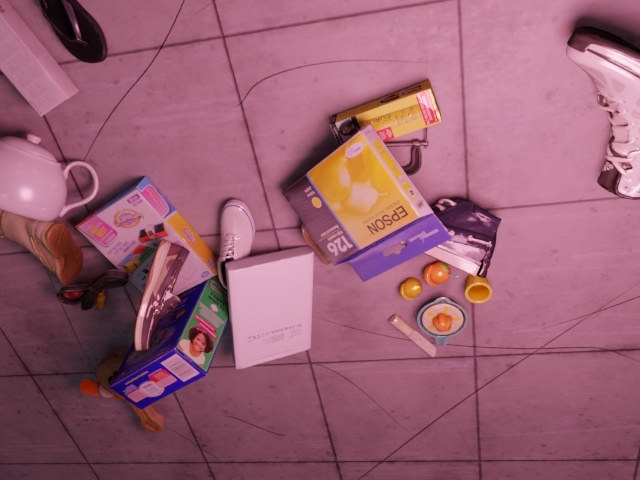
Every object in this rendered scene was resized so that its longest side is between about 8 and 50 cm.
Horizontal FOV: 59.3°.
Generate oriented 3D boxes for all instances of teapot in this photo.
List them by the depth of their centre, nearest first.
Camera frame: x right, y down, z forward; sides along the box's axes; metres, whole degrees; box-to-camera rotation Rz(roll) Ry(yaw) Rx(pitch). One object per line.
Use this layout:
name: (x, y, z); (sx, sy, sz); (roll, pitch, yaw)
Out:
teapot: (-0.723, -0.167, 1.371); (0.252, 0.256, 0.187); (22, 88, 18)

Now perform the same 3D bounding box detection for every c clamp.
c clamp: (0.175, -0.207, 1.312); (0.160, 0.022, 0.137); (-5, 131, 11)

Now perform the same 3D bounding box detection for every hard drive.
hard drive: (-0.135, 0.189, 1.550); (0.232, 0.047, 0.353); (-12, 127, -20)

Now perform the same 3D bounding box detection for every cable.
cable: (-0.647, 0.126, 1.597); (0.139, 0.072, 0.287); (26, 136, -28)

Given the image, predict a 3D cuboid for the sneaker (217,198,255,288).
sneaker: (-0.223, 0.018, 1.478); (0.094, 0.091, 0.258); (7, 125, 4)

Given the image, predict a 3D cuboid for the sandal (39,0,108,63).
sandal: (-0.557, -0.491, 1.202); (0.097, 0.054, 0.255); (-19, 119, 20)

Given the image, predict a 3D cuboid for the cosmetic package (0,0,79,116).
cosmetic package: (-0.671, -0.410, 1.271); (0.098, 0.060, 0.239); (-24, 117, 20)

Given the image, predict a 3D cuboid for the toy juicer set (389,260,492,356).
toy juicer set: (0.297, 0.197, 1.527); (0.209, 0.090, 0.329); (22, 125, -7)

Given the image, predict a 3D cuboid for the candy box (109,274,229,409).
candy box: (-0.390, 0.263, 1.533); (0.268, 0.317, 0.122); (-31, 116, 27)

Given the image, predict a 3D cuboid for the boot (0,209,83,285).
boot: (-0.779, 0.008, 1.551); (0.203, 0.095, 0.262); (23, 147, 9)

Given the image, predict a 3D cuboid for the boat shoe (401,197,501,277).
boat shoe: (0.269, -0.046, 1.366); (0.340, 0.127, 0.158); (25, 92, 7)

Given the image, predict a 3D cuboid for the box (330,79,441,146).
box: (0.144, -0.270, 1.249); (0.232, 0.058, 0.087); (-16, 121, 18)

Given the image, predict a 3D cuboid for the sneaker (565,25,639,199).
sneaker: (0.628, -0.223, 1.144); (0.447, 0.169, 0.258); (27, 122, -13)

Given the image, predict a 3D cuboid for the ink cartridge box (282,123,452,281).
ink cartridge box: (0.093, -0.060, 1.291); (0.303, 0.072, 0.307); (-32, 94, 45)

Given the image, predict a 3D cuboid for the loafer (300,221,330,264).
loafer: (0.000, 0.000, 1.460); (0.050, 0.056, 0.148); (-23, 128, 21)

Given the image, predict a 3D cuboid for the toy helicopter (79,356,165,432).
toy helicopter: (-0.626, 0.517, 1.854); (0.234, 0.140, 0.355); (-8, 125, 16)

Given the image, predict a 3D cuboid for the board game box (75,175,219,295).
board game box: (-0.460, 0.012, 1.525); (0.242, 0.064, 0.317); (-26, 117, 23)

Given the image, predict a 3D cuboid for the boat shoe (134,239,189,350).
boat shoe: (-0.402, 0.143, 1.430); (0.092, 0.286, 0.103); (14, 166, -10)
